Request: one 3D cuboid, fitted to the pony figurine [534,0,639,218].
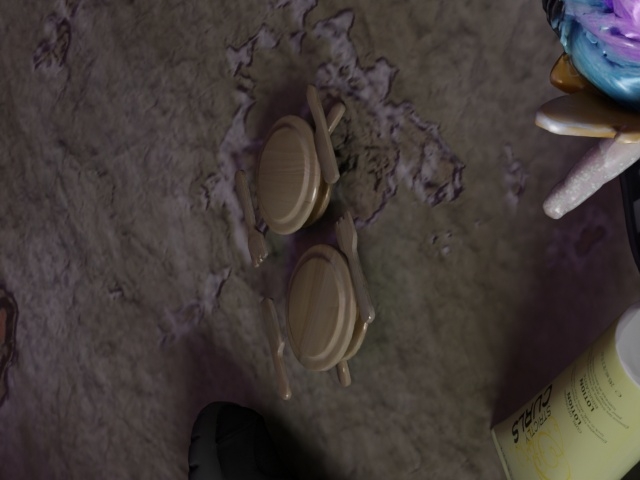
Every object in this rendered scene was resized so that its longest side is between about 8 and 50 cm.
[{"bbox_3d":[0.279,-0.130,0.692,0.351,0.363,0.303,-56,50,26],"label":"pony figurine"}]

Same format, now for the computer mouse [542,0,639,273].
[{"bbox_3d":[0.228,-0.072,0.956,0.188,0.072,0.272,-30,54,38],"label":"computer mouse"}]

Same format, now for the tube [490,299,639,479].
[{"bbox_3d":[0.150,0.110,0.975,0.070,0.062,0.240,-62,0,-30],"label":"tube"}]

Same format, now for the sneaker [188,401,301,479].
[{"bbox_3d":[-0.005,0.237,1.132,0.341,0.140,0.125,-112,12,-46],"label":"sneaker"}]

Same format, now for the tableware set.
[{"bbox_3d":[0.000,0.000,1.198,0.128,0.039,0.194,-46,49,47],"label":"tableware set"}]
